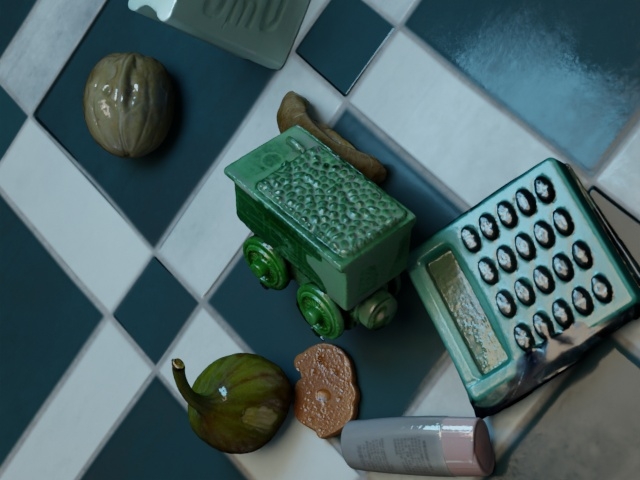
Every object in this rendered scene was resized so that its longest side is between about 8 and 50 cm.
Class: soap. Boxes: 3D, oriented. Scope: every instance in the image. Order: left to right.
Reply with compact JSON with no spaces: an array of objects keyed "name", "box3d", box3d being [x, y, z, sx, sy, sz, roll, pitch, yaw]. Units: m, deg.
[{"name":"soap","box3d":[-0.131,-0.352,1.819,0.087,0.265,0.160,26,96,33]}]

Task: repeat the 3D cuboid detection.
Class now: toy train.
[{"name":"toy train","box3d":[0.000,0.000,1.703,0.145,0.202,0.266,-34,56,-27]}]

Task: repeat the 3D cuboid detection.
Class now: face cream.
[{"name":"face cream","box3d":[0.124,0.264,1.673,0.198,0.057,0.084,-4,112,31]}]

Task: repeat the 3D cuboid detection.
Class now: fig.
[{"name":"fig","box3d":[-0.137,0.210,1.742,0.149,0.245,0.149,-7,74,25]}]

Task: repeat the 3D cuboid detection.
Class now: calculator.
[{"name":"calculator","box3d":[0.253,0.056,1.631,0.274,0.058,0.248,-36,66,22]}]

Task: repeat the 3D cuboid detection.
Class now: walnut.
[{"name":"walnut","box3d":[-0.292,-0.208,1.978,0.140,0.140,0.162,-10,61,31]}]

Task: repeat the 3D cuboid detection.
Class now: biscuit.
[{"name":"biscuit","box3d":[0.008,0.206,1.783,0.102,0.019,0.131,-13,75,30]}]

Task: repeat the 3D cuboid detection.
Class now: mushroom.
[{"name":"mushroom","box3d":[-0.004,-0.135,1.811,0.210,0.094,0.072,42,101,26]}]
